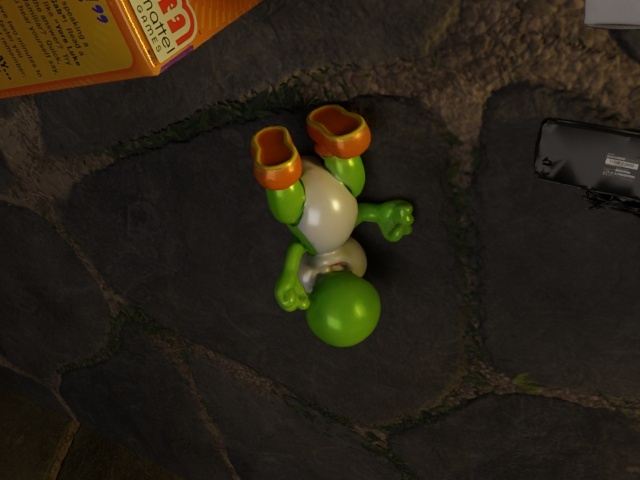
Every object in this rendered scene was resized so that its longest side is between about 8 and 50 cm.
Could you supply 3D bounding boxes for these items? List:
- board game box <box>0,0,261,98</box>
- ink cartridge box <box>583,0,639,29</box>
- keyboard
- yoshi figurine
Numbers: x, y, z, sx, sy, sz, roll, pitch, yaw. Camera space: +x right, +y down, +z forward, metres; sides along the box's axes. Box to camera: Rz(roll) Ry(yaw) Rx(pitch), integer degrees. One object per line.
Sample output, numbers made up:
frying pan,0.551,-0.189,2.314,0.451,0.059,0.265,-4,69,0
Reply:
board game box,-0.247,-0.377,0.630,0.356,0.356,0.357,3,129,34
ink cartridge box,0.235,-0.355,0.447,0.069,0.176,0.371,14,135,30
keyboard,0.340,-0.077,0.756,0.192,0.038,0.100,17,112,23
yoshi figurine,0.019,0.012,0.939,0.203,0.203,0.362,8,135,21
